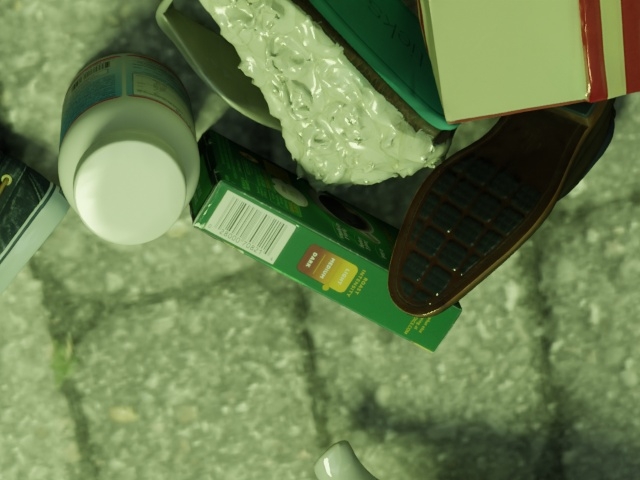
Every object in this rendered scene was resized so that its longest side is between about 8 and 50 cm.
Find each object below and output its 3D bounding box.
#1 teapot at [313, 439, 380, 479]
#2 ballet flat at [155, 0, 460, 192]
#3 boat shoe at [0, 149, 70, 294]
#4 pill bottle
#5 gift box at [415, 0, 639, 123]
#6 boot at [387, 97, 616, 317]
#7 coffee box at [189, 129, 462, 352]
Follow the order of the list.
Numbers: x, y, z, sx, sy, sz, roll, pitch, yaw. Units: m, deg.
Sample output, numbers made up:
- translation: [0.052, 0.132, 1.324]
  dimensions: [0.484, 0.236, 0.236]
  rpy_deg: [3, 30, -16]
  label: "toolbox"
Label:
- translation: [0.082, 0.300, 1.348]
  dimensions: [0.252, 0.187, 0.256]
  rpy_deg: [21, 91, -42]
  label: "teapot"
- translation: [-0.069, -0.183, 1.173]
  dimensions: [0.147, 0.147, 0.409]
  rpy_deg: [-35, 111, 7]
  label: "ballet flat"
- translation: [-0.248, 0.019, 1.249]
  dimensions: [0.083, 0.065, 0.183]
  rpy_deg: [38, 81, -12]
  label: "boat shoe"
- translation: [-0.119, -0.055, 1.194]
  dimensions: [0.087, 0.160, 0.087]
  rpy_deg: [-2, 111, -5]
  label: "pill bottle"
- translation: [0.136, -0.252, 1.105]
  dimensions: [0.255, 0.276, 0.258]
  rpy_deg: [-12, 125, -2]
  label: "gift box"
- translation: [0.128, -0.028, 1.233]
  dimensions: [0.219, 0.082, 0.106]
  rpy_deg: [-53, 153, -8]
  label: "boot"
- translation: [0.000, 0.000, 1.255]
  dimensions: [0.184, 0.113, 0.040]
  rpy_deg: [27, 104, -17]
  label: "coffee box"
